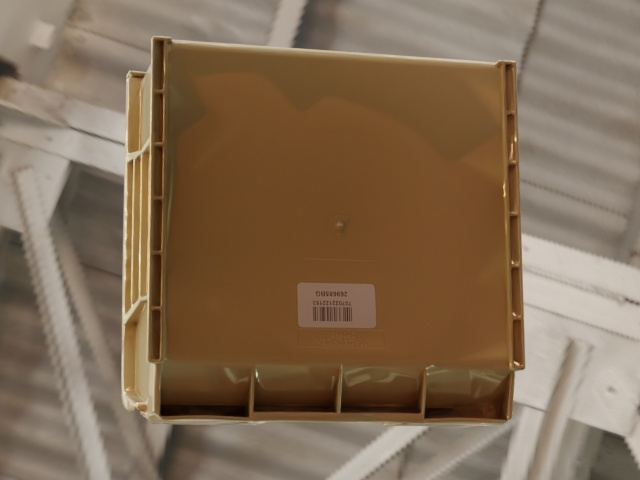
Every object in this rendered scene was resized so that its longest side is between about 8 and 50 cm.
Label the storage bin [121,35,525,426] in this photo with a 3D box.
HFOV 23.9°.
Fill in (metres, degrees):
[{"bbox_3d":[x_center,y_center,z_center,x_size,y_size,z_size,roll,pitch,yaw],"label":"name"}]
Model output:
[{"bbox_3d":[0.000,0.000,1.062,0.262,0.123,0.260,3,-101,-14],"label":"storage bin"}]
